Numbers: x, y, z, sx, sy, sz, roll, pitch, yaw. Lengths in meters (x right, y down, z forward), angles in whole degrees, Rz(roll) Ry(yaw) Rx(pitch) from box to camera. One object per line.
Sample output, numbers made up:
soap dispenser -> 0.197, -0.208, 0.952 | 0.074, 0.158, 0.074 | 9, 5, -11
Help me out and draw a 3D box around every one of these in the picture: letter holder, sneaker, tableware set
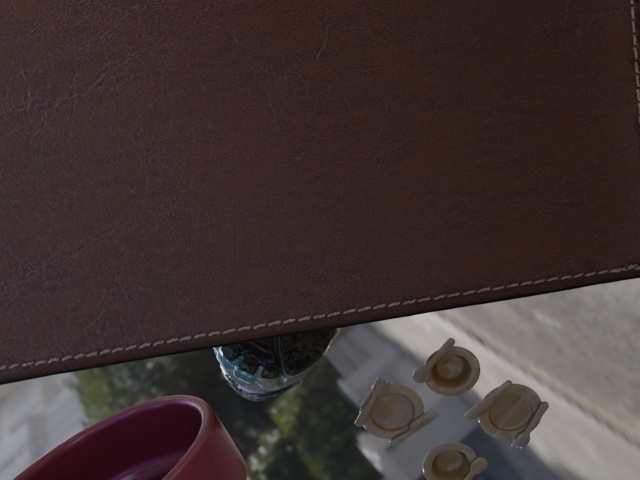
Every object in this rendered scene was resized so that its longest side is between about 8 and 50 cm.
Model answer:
letter holder -> -0.023, -0.082, 0.618 | 0.152, 0.302, 0.214 | -107, 8, -72
sneaker -> 0.000, 0.000, 1.065 | 0.110, 0.283, 0.122 | 32, 155, 6
tableware set -> 0.129, 0.171, 1.355 | 0.169, 0.141, 0.020 | 38, -162, -19

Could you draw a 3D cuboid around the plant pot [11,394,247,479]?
plant pot -> -0.115, 0.231, 0.927 | 0.180, 0.201, 0.201 | 59, 174, -15
